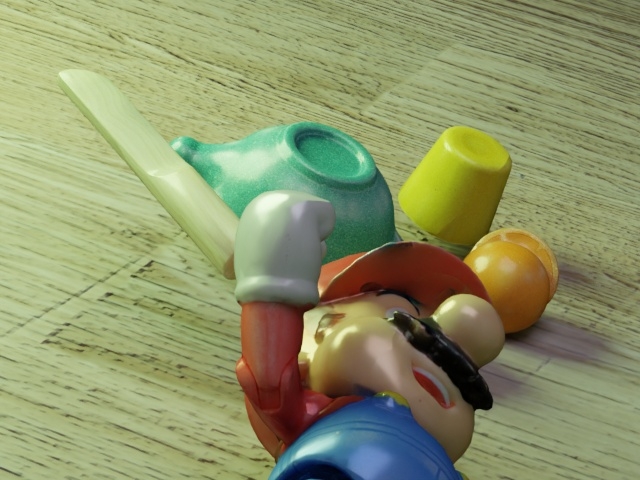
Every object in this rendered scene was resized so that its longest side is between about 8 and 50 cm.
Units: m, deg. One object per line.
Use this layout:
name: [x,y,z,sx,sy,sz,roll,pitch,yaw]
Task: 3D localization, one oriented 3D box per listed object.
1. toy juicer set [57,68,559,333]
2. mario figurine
toy juicer set: [0.000,0.000,1.135,0.329,0.089,0.209,7,36,-29]
mario figurine: [0.039,0.091,0.827,0.170,0.198,0.320,-1,29,4]
